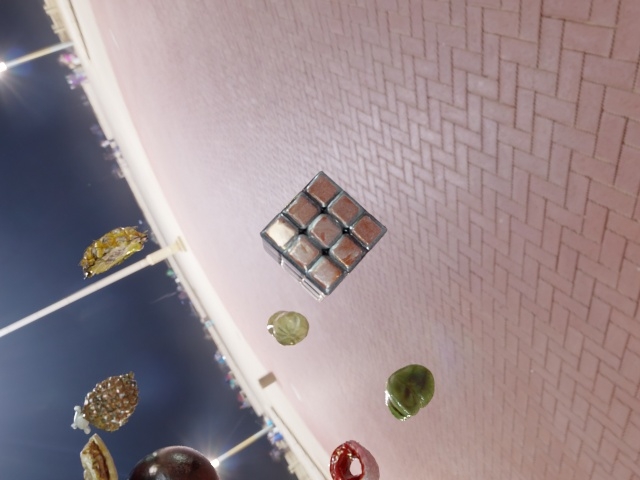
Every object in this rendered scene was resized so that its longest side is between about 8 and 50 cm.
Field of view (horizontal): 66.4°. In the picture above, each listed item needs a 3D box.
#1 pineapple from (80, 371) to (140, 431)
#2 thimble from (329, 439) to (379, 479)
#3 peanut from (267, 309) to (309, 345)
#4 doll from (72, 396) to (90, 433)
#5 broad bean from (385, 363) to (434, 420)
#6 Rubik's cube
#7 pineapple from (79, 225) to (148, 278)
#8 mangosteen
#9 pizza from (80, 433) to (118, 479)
[{"bbox_3d":[-0.669,0.513,1.590,0.166,0.193,0.166,27,161,10],"label":"pineapple"},{"bbox_3d":[0.130,0.880,1.881,0.125,0.163,0.190,44,-170,-48],"label":"thimble"},{"bbox_3d":[-0.123,0.306,1.718,0.124,0.123,0.256,64,156,-4],"label":"peanut"},{"bbox_3d":[-0.831,0.631,1.747,0.071,0.113,0.135,14,102,23],"label":"doll"},{"bbox_3d":[0.288,0.489,1.595,0.153,0.206,0.072,35,132,10],"label":"broad bean"},{"bbox_3d":[0.000,0.000,1.673,0.304,0.305,0.301,44,168,4],"label":"Rubik's cube"},{"bbox_3d":[-0.612,0.025,1.435,0.076,0.224,0.225,55,163,2],"label":"pineapple"},{"bbox_3d":[-0.439,0.764,1.435,0.300,0.300,0.300,53,161,27],"label":"mangosteen"},{"bbox_3d":[-0.760,0.793,1.686,0.271,0.056,0.134,57,179,43],"label":"pizza"}]
